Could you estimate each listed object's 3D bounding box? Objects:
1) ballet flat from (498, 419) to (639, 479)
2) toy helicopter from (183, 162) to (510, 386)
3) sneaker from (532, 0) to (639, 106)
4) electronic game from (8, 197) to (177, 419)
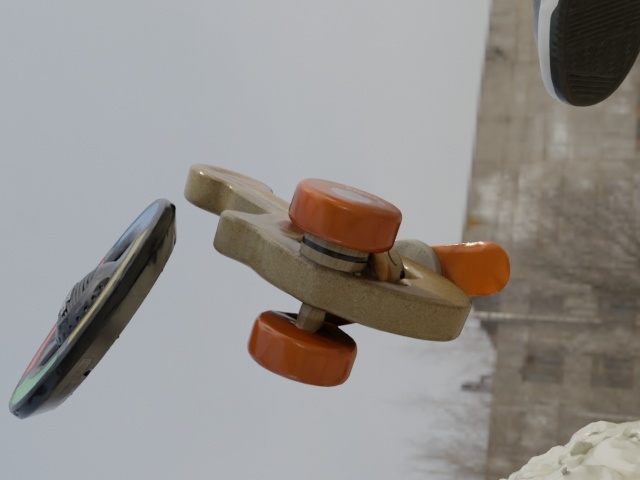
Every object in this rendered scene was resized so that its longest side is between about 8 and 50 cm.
[{"bbox_3d":[0.203,0.123,0.492,0.147,0.408,0.147,177,90,-72],"label":"ballet flat"},{"bbox_3d":[0.000,0.000,1.027,0.235,0.355,0.140,8,-75,-36],"label":"toy helicopter"},{"bbox_3d":[0.175,-0.265,0.961,0.123,0.178,0.296,-7,-72,-30],"label":"sneaker"},{"bbox_3d":[-0.200,0.058,1.044,0.048,0.229,0.229,36,-138,-13],"label":"electronic game"}]
